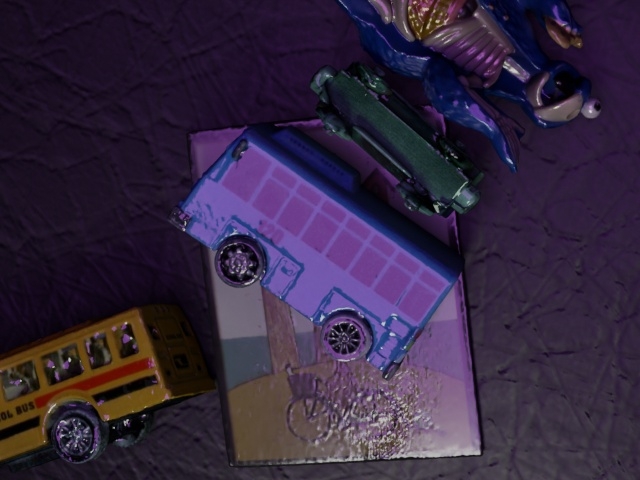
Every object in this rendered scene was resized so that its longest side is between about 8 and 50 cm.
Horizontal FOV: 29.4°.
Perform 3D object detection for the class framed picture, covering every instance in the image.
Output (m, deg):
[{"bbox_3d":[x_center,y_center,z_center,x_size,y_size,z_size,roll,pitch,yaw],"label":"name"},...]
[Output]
[{"bbox_3d":[0.011,0.048,1.119,0.244,0.013,0.324,-5,97,13],"label":"framed picture"}]

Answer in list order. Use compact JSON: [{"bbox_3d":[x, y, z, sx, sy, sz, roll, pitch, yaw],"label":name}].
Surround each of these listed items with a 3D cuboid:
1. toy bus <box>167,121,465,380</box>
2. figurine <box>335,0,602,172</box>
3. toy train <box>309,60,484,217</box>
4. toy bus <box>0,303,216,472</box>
[{"bbox_3d":[0.000,0.000,1.051,0.234,0.116,0.133,36,104,4],"label":"toy bus"},{"bbox_3d":[0.115,-0.174,1.015,0.262,0.121,0.164,46,68,-4],"label":"figurine"},{"bbox_3d":[0.065,-0.085,1.029,0.172,0.099,0.070,42,99,3],"label":"toy train"},{"bbox_3d":[-0.274,0.163,1.151,0.335,0.121,0.123,-21,84,15],"label":"toy bus"}]
